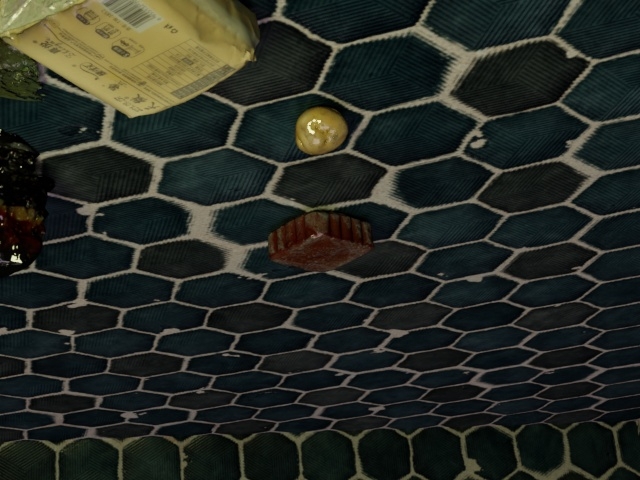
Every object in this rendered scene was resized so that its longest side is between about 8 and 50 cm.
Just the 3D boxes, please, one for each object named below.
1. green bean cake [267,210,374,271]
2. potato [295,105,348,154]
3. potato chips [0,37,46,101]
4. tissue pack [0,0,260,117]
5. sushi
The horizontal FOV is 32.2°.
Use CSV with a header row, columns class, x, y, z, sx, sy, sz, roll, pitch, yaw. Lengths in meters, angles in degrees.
class,x,y,z,sx,sy,sz,roll,pitch,yaw
green bean cake,0.000,0.000,1.766,0.135,0.056,0.135,14,149,-39
potato,-0.002,-0.141,1.431,0.068,0.062,0.083,18,173,-15
potato chips,-0.393,-0.198,1.236,0.142,0.026,0.209,-16,156,19
tissue pack,-0.191,-0.221,1.140,0.186,0.090,0.222,-20,155,26
sushi,-0.437,-0.031,1.463,0.153,0.151,0.172,-11,157,12
